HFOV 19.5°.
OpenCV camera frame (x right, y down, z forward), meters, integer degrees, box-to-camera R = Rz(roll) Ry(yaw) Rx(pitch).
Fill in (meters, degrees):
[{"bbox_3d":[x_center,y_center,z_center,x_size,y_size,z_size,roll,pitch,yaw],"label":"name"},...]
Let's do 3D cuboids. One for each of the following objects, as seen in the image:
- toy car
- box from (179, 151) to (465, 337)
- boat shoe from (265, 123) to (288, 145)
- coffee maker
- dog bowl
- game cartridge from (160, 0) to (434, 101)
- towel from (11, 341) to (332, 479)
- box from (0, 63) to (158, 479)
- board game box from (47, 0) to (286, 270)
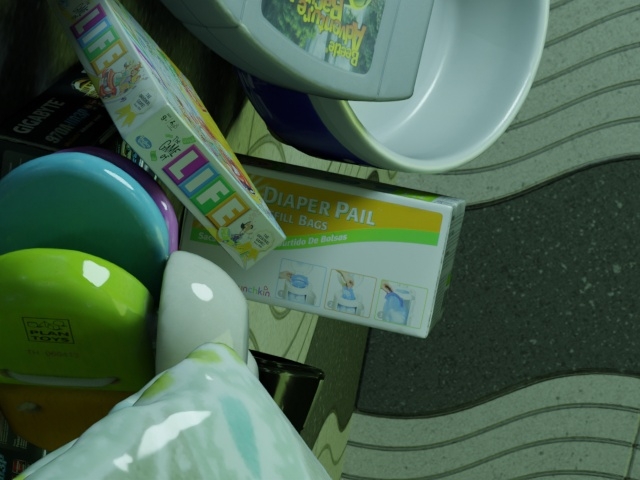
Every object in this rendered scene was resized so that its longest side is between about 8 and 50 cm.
[{"bbox_3d":[-0.107,0.027,0.835,0.182,0.159,0.136,86,8,-66],"label":"toy car"},{"bbox_3d":[0.000,0.000,1.451,0.114,0.203,0.103,-24,126,-79],"label":"box"},{"bbox_3d":[0.032,-0.242,1.589,0.130,0.132,0.355,63,41,-79],"label":"boat shoe"},{"bbox_3d":[-0.072,0.180,1.540,0.171,0.120,0.178,1,101,-82],"label":"coffee maker"},{"bbox_3d":[0.054,-0.186,1.418,0.265,0.104,0.265,-8,101,-44],"label":"dog bowl"},{"bbox_3d":[-0.005,-0.197,1.204,0.294,0.060,0.196,20,86,-57],"label":"game cartridge"},{"bbox_3d":[-0.064,0.242,0.565,0.374,0.320,0.090,-33,-179,-43],"label":"towel"},{"bbox_3d":[-0.138,0.026,1.007,0.175,0.051,0.220,-60,161,-68],"label":"box"},{"bbox_3d":[-0.078,-0.064,0.897,0.103,0.026,0.154,49,5,-41],"label":"board game box"}]
